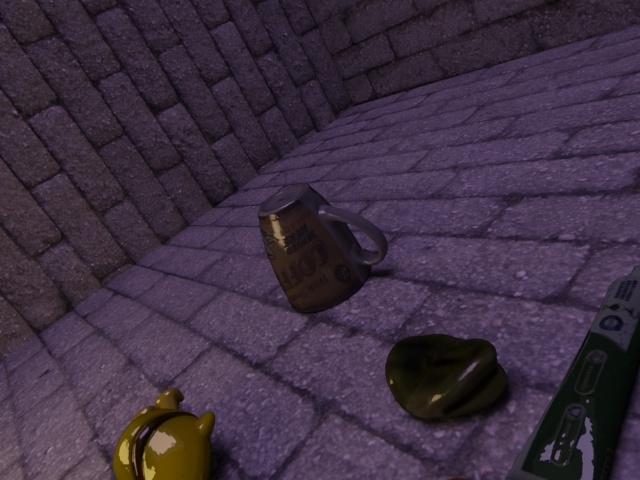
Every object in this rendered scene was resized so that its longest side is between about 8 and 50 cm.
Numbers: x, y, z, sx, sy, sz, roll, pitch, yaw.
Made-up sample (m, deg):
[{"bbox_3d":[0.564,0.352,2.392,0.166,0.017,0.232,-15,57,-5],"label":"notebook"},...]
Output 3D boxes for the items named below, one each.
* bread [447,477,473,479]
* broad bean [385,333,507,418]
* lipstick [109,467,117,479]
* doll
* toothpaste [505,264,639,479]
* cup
[{"bbox_3d":[0.157,0.306,0.530,0.083,0.046,0.081,-30,24,-4],"label":"bread"},{"bbox_3d":[0.179,0.199,0.725,0.153,0.072,0.206,-39,12,-29],"label":"broad bean"},{"bbox_3d":[-0.348,0.439,0.837,0.048,0.048,0.158,-32,17,-8],"label":"lipstick"},{"bbox_3d":[-0.246,0.366,0.769,0.199,0.145,0.363,-41,28,-6],"label":"doll"},{"bbox_3d":[0.351,0.161,0.594,0.098,0.061,0.392,0,39,51],"label":"toothpaste"},{"bbox_3d":[0.000,0.000,1.118,0.301,0.257,0.227,-12,30,33],"label":"cup"}]
